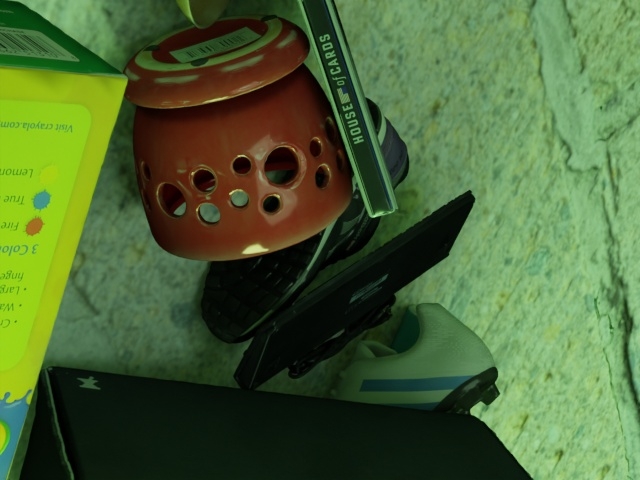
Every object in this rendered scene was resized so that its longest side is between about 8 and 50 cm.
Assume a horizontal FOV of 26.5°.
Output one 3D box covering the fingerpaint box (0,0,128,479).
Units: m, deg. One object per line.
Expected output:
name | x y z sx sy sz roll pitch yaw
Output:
fingerpaint box | -0.395 0.013 0.910 0.445 0.163 0.371 -2 119 -46

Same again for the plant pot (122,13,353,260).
plant pot | -0.079 -0.100 1.209 0.191 0.191 0.174 -28 118 -28

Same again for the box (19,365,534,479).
box | -0.066 0.410 1.302 0.480 0.297 0.471 9 106 -22

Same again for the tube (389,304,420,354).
tube | 0.088 0.177 1.596 0.080 0.052 0.207 13 108 -30

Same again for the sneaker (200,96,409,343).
sneaker | 0.000 0.000 1.386 0.283 0.107 0.124 -54 140 -6

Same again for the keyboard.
keyboard | 0.032 0.064 1.434 0.317 0.033 0.201 -31 157 -34

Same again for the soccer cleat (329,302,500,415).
soccer cleat | 0.053 0.202 1.535 0.331 0.143 0.116 -42 159 17

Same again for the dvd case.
dvd case | 0.020 -0.147 1.225 0.030 0.179 0.238 -17 98 5

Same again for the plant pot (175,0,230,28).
plant pot | -0.081 -0.294 1.130 0.236 0.032 0.236 18 90 -84
